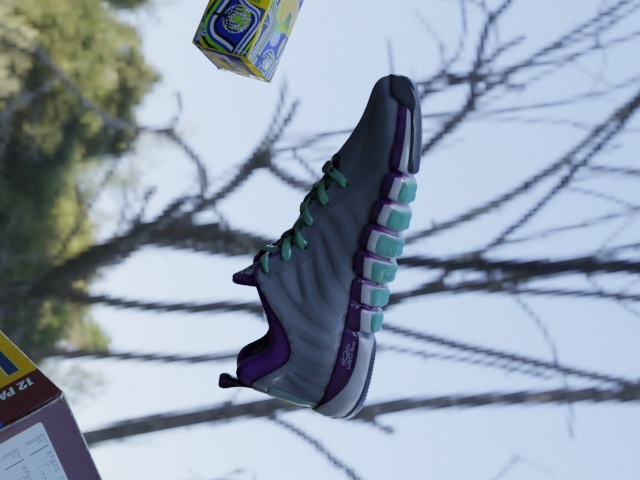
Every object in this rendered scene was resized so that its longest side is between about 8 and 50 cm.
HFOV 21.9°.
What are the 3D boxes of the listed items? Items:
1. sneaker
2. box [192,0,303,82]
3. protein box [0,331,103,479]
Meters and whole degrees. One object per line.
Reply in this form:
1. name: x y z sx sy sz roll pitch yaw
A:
1. sneaker: 0.000 0.000 1.038 0.083 0.098 0.223 -120 -138 -80
2. box: -0.041 -0.217 1.328 0.169 0.054 0.059 -69 158 -9
3. protein box: -0.246 0.184 1.193 0.200 0.136 0.201 30 -36 54
